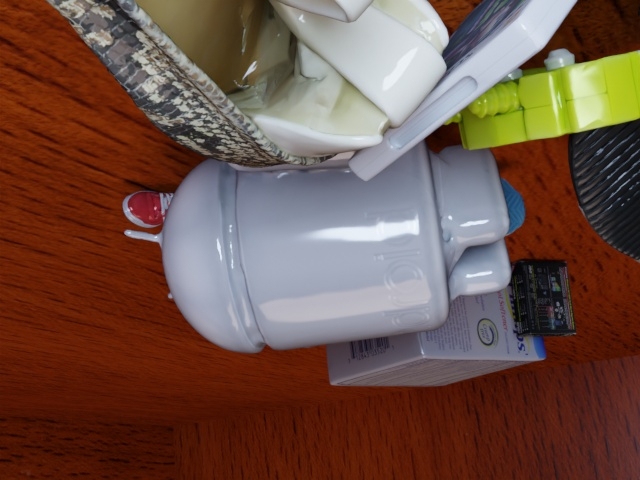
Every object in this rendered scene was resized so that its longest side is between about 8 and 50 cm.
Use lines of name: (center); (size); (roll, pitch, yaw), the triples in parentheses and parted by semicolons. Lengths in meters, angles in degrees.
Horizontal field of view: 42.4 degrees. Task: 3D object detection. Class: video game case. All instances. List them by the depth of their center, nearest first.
video game case: (0.109, -0.132, 0.503); (0.022, 0.190, 0.173); (43, 148, -7)

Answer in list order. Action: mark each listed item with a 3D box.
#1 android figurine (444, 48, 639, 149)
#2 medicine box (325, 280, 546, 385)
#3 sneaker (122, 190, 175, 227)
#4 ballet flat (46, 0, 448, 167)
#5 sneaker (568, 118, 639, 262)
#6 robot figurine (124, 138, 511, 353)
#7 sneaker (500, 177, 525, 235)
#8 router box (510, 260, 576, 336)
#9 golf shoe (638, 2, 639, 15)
android figurine: (0.211, -0.115, 0.603); (0.272, 0.056, 0.248); (-13, -174, -17)
medicine box: (0.196, 0.163, 1.459); (0.289, 0.149, 0.263); (6, 159, -34)
sneaker: (-0.151, -0.038, 0.894); (0.067, 0.042, 0.118); (-15, 168, 38)
ballet flat: (-0.038, -0.130, 0.394); (0.182, 0.164, 0.483); (26, 176, 28)
sneaker: (0.339, -0.052, 0.890); (0.122, 0.146, 0.330); (-39, 127, 13)
robot figurine: (0.000, 0.000, 0.800); (0.353, 0.200, 0.300); (-9, 132, 8)
sneaker: (0.117, -0.032, 0.948); (0.228, 0.087, 0.092); (-2, 170, 10)
router box: (0.360, 0.095, 1.340); (0.092, 0.122, 0.038); (3, 165, -22)
golf shoe: (0.253, -0.196, 0.487); (0.094, 0.077, 0.198); (-10, 173, 3)
